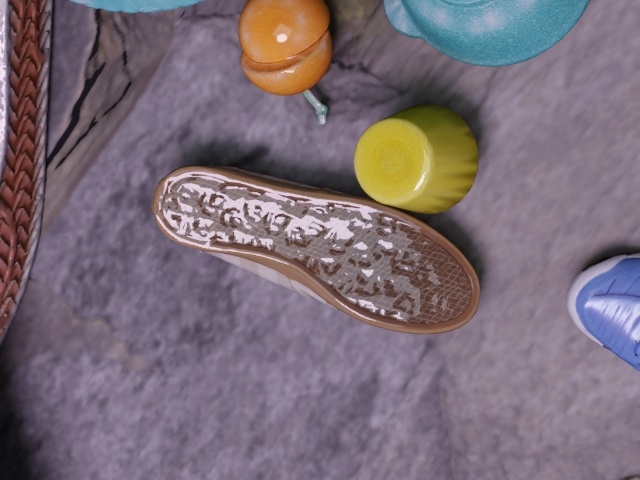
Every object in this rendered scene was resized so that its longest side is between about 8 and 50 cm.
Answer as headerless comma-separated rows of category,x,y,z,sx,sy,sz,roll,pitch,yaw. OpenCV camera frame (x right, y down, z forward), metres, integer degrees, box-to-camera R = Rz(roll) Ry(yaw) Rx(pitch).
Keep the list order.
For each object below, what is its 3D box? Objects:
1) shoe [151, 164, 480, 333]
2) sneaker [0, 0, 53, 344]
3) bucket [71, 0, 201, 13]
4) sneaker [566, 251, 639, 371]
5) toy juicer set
shoe,0.000,0.000,1.125,0.219,0.058,0.077,21,94,1
sneaker,-0.250,-0.060,1.128,0.121,0.108,0.302,9,98,11
bucket,-0.117,-0.272,0.973,0.281,0.183,0.281,-3,75,11
sneaker,0.253,0.072,1.085,0.211,0.081,0.080,25,106,4
toy juicer set,0.075,-0.196,1.062,0.209,0.089,0.329,38,109,18
